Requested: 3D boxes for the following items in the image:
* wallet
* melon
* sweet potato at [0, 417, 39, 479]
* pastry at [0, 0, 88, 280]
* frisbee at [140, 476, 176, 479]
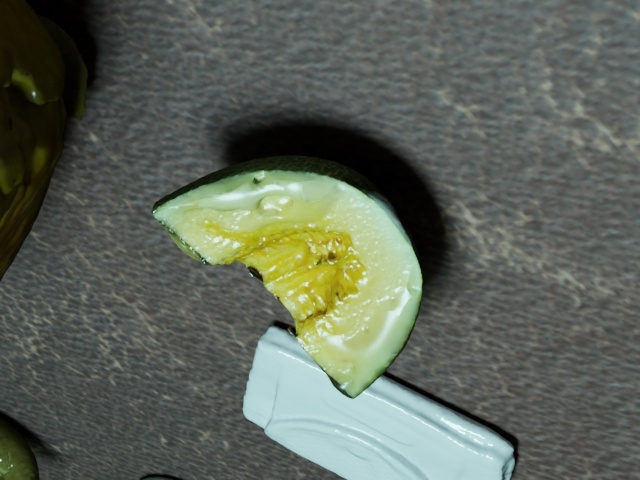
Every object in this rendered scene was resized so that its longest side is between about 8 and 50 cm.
[{"bbox_3d":[0.034,0.128,1.060,0.183,0.032,0.124,27,145,9],"label":"wallet"},{"bbox_3d":[0.000,0.000,0.884,0.128,0.079,0.160,-30,114,34],"label":"melon"},{"bbox_3d":[-0.329,0.160,1.381,0.249,0.059,0.069,14,156,33],"label":"sweet potato"},{"bbox_3d":[-0.256,0.002,0.870,0.164,0.356,0.356,29,148,-8],"label":"pastry"},{"bbox_3d":[-0.106,0.229,1.326,0.110,0.014,0.110,22,146,16],"label":"frisbee"}]
